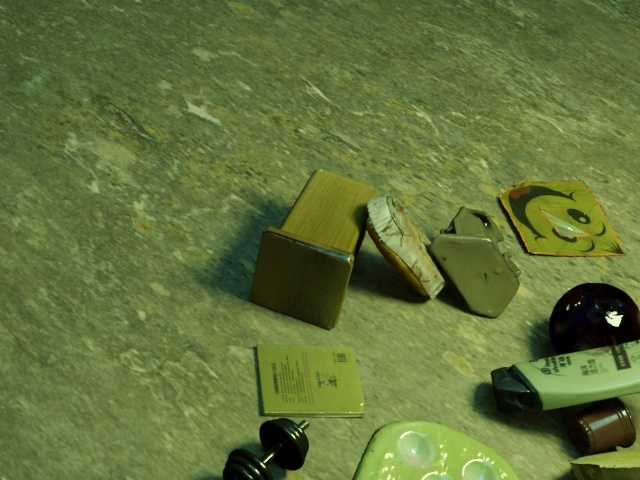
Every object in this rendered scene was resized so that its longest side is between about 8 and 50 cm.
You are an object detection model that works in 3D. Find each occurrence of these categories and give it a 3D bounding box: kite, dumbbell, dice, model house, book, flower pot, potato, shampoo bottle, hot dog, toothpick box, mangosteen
[{"bbox_3d":[0.593,-0.049,2.335,0.327,0.013,0.377,32,42,19],"label":"kite"},{"bbox_3d":[-0.089,0.364,1.608,0.099,0.099,0.208,34,46,22],"label":"dumbbell"},{"bbox_3d":[0.148,0.448,1.467,0.250,0.252,0.254,22,43,9],"label":"dice"},{"bbox_3d":[0.337,0.029,2.060,0.229,0.122,0.188,51,26,-17],"label":"model house"},{"bbox_3d":[-0.020,0.260,1.810,0.192,0.013,0.168,3,42,-12],"label":"book"},{"bbox_3d":[0.516,0.349,1.803,0.089,0.111,0.111,-17,49,-17],"label":"flower pot"},{"bbox_3d":[0.582,0.416,1.658,0.239,0.299,0.116,16,65,-59],"label":"potato"},{"bbox_3d":[0.503,0.255,1.800,0.359,0.078,0.134,-12,21,9],"label":"shampoo bottle"},{"bbox_3d":[0.176,0.016,1.992,0.075,0.268,0.144,-24,32,22],"label":"hot dog"},{"bbox_3d":[0.000,0.000,1.989,0.187,0.190,0.308,18,37,7],"label":"toothpick box"},{"bbox_3d":[0.572,0.191,1.947,0.230,0.194,0.194,40,40,-12],"label":"mangosteen"}]
